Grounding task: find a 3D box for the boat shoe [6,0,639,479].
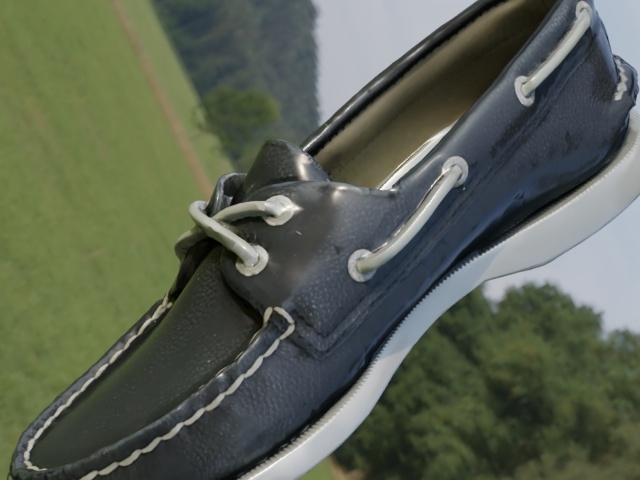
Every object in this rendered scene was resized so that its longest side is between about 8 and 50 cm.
[{"bbox_3d":[0.000,0.000,0.536,0.114,0.302,0.091,10,-49,50],"label":"boat shoe"}]
